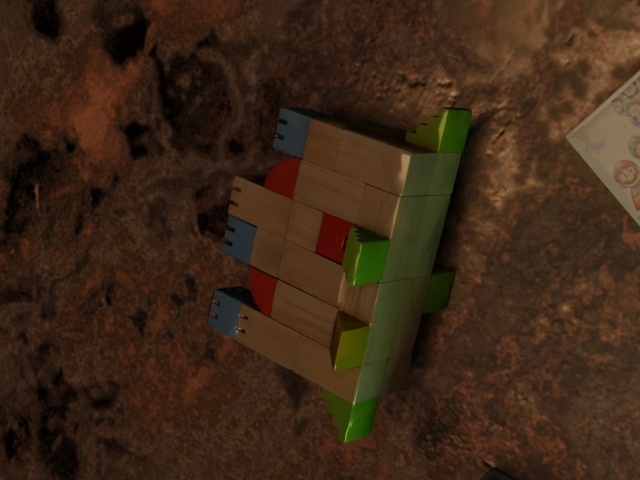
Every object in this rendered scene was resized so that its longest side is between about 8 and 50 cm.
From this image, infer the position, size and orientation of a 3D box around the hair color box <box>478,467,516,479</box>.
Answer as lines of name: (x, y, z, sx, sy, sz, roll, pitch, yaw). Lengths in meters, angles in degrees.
hair color box: (0.202, 0.474, 1.262, 0.185, 0.113, 0.374, 23, 109, 25)

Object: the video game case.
video game case: (0.355, -0.105, 1.146, 0.157, 0.019, 0.143, -44, 75, 27)

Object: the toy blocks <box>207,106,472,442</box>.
toy blocks: (0.000, 0.000, 1.292, 0.261, 0.191, 0.381, 24, 109, 37)
